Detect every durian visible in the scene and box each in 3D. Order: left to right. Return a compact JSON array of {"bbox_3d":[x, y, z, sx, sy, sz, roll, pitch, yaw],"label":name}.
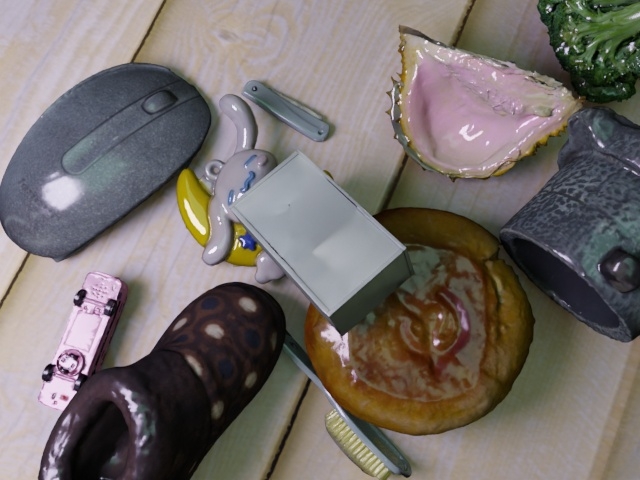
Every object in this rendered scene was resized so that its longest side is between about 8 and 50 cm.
[{"bbox_3d":[0.228,-0.195,1.037,0.305,0.185,0.195,24,98,3],"label":"durian"}]

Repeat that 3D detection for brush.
[{"bbox_3d":[0.017,0.260,0.984,0.060,0.068,0.297,-44,82,11],"label":"brush"}]

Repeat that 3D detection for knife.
[{"bbox_3d":[-0.055,-0.218,1.072,0.162,0.023,0.044,32,81,1],"label":"knife"}]

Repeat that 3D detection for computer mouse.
[{"bbox_3d":[-0.330,-0.129,0.986,0.203,0.114,0.374,42,78,4],"label":"computer mouse"}]

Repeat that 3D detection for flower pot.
[{"bbox_3d":[0.430,-0.044,0.918,0.283,0.299,0.299,-44,86,-2],"label":"flower pot"}]

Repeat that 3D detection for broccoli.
[{"bbox_3d":[0.508,-0.375,1.037,0.308,0.275,0.308,-5,102,-23],"label":"broccoli"}]

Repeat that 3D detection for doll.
[{"bbox_3d":[-0.106,-0.067,0.995,0.237,0.111,0.252,30,89,-1],"label":"doll"}]

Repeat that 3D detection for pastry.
[{"bbox_3d":[0.145,0.115,0.961,0.356,0.164,0.356,2,76,-9],"label":"pastry"}]

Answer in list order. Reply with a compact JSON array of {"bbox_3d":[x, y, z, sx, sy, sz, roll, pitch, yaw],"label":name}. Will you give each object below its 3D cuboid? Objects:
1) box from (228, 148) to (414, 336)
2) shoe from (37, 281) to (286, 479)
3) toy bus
[{"bbox_3d":[0.000,0.000,0.867,0.129,0.086,0.225,-40,59,-7],"label":"box"},{"bbox_3d":[-0.205,0.208,0.863,0.171,0.237,0.384,34,81,16],"label":"shoe"},{"bbox_3d":[-0.345,0.148,0.948,0.063,0.090,0.203,19,78,-1],"label":"toy bus"}]
